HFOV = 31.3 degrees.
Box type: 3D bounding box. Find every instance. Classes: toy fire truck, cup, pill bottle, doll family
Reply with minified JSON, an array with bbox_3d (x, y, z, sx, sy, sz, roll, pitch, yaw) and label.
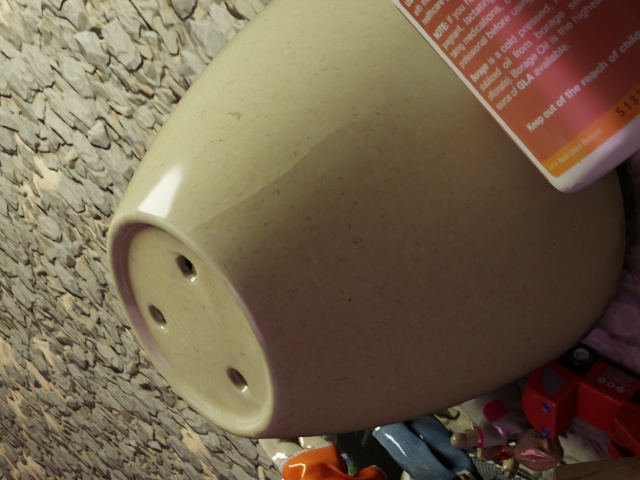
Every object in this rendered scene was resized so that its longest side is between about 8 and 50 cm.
[{"bbox_3d":[0.209,0.160,0.798,0.192,0.135,0.047,28,142,33],"label":"toy fire truck"},{"bbox_3d":[0.000,0.000,0.775,0.331,0.237,0.331,33,141,32],"label":"cup"},{"bbox_3d":[0.109,-0.142,0.620,0.216,0.121,0.121,49,149,1],"label":"pill bottle"},{"bbox_3d":[0.077,0.192,0.883,0.163,0.263,0.118,47,144,44],"label":"doll family"}]

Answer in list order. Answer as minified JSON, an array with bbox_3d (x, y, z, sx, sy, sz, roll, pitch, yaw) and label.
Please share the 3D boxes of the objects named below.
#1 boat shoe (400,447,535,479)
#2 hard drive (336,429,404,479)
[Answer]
[{"bbox_3d":[0.223,0.242,0.909,0.340,0.127,0.158,33,133,20],"label":"boat shoe"},{"bbox_3d":[0.054,0.222,1.050,0.054,0.172,0.255,-36,95,15],"label":"hard drive"}]
